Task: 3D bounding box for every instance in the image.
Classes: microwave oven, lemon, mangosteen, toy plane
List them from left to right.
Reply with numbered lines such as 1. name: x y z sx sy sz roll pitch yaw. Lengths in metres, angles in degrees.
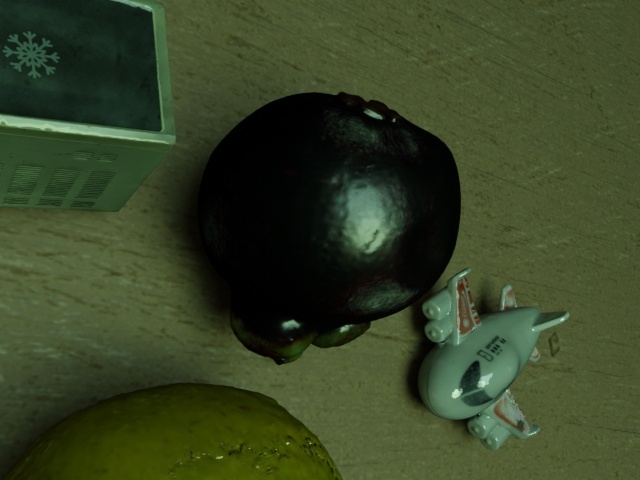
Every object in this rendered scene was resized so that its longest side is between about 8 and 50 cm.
1. microwave oven: -0.264 -0.115 0.458 0.240 0.194 0.145 1 76 -35
2. lemon: -0.117 0.236 0.449 0.310 0.258 0.258 15 72 -35
3. mangosteen: 0.000 0.000 0.607 0.275 0.275 0.302 1 116 -35
4. toy plane: 0.233 0.158 0.799 0.252 0.118 0.252 7 77 -31
